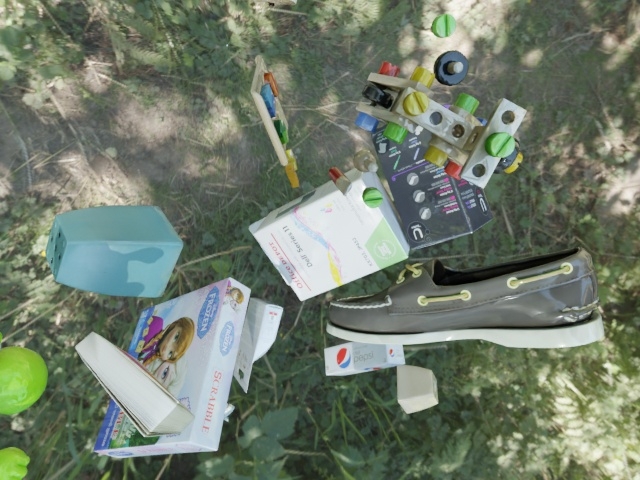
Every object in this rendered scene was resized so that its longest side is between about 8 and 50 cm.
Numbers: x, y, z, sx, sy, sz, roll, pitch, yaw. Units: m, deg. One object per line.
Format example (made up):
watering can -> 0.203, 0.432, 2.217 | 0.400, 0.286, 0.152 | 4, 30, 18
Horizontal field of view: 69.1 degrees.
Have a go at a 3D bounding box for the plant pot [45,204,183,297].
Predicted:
plant pot -> -0.474, 0.019, 1.052 | 0.234, 0.166, 0.165 | 5, 122, -46

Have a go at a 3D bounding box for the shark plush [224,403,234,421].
shark plush -> -0.356, 0.641, 1.661 | 0.067, 0.073, 0.161 | 14, 111, -11

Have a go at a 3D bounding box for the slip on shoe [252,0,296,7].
slip on shoe -> -0.117, -0.607, 1.169 | 0.135, 0.051, 0.041 | -11, 119, -49

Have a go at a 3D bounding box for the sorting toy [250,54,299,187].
sorting toy -> -0.105, -0.304, 1.223 | 0.041, 0.229, 0.307 | -15, 133, 8

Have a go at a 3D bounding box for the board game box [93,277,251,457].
board game box -> -0.300, 0.261, 0.947 | 0.318, 0.319, 0.066 | -22, 136, 33

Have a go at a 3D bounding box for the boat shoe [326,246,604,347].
boat shoe -> 0.107, 0.048, 0.397 | 0.227, 0.081, 0.069 | -6, 94, 28

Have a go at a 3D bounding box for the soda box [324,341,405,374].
soda box -> 0.108, 0.297, 1.193 | 0.069, 0.074, 0.216 | 17, 150, -41

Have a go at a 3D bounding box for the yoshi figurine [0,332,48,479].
yoshi figurine -> -0.542, 0.319, 0.735 | 0.203, 0.203, 0.362 | 11, 76, -8

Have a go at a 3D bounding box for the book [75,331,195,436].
book -> -0.167, 0.138, 0.438 | 0.096, 0.144, 0.035 | 41, 68, 11

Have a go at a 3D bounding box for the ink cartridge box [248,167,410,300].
ink cartridge box -> 0.000, 0.000, 1.053 | 0.353, 0.119, 0.207 | -25, 109, 26

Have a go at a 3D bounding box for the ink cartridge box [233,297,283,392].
ink cartridge box -> -0.135, 0.218, 0.992 | 0.045, 0.145, 0.179 | 12, 85, -21

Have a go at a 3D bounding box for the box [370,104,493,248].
box -> 0.243, -0.138, 1.002 | 0.143, 0.165, 0.270 | -19, 90, 38

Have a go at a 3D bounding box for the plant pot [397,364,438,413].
plant pot -> 0.279, 0.421, 1.324 | 0.096, 0.109, 0.109 | -10, 139, 21

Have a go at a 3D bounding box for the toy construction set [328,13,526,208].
toy construction set -> 0.162, -0.157, 0.733 | 0.309, 0.237, 0.257 | -37, 110, 7
